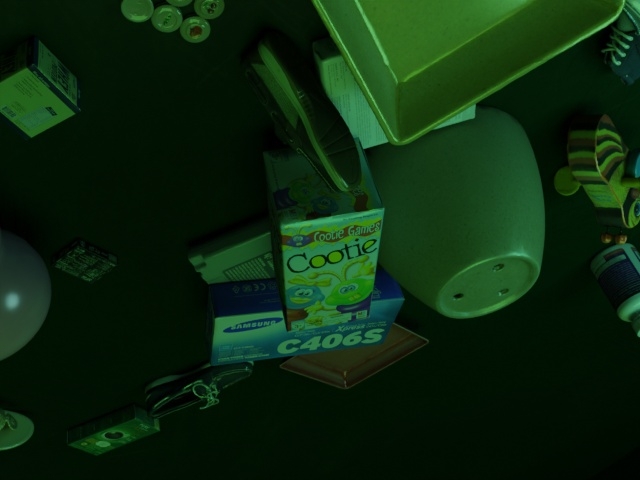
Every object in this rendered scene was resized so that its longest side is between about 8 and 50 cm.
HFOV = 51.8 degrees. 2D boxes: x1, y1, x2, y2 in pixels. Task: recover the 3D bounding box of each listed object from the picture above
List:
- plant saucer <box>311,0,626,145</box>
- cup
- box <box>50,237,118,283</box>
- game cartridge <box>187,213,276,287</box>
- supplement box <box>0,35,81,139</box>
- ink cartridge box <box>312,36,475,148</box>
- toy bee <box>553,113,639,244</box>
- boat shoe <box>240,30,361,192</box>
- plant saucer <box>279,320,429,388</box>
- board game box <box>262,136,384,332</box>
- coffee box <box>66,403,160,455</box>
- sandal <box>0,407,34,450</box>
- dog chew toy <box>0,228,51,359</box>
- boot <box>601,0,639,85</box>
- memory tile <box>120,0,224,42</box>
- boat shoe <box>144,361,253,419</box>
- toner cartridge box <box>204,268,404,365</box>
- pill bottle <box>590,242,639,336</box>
[{"bbox_3d":[0.155,-0.315,0.741,0.333,0.081,0.332,-30,134,8],"label":"plant saucer"},{"bbox_3d":[0.226,-0.017,1.069,0.331,0.237,0.331,-10,143,-8],"label":"cup"},{"bbox_3d":[-0.385,0.035,1.078,0.067,0.018,0.083,-33,141,21],"label":"box"},{"bbox_3d":[-0.089,0.063,1.204,0.196,0.060,0.294,-19,144,9],"label":"game cartridge"},{"bbox_3d":[-0.345,-0.180,0.784,0.083,0.056,0.083,-25,143,11],"label":"supplement box"},{"bbox_3d":[0.108,-0.220,0.919,0.225,0.056,0.181,-18,144,-6],"label":"ink cartridge box"},{"bbox_3d":[0.518,-0.082,1.134,0.298,0.162,0.195,24,169,-15],"label":"toy bee"},{"bbox_3d":[-0.026,-0.157,0.854,0.073,0.223,0.080,-24,-169,37],"label":"boat shoe"},{"bbox_3d":[0.076,0.240,1.503,0.258,0.047,0.259,-35,139,23],"label":"plant saucer"},{"bbox_3d":[0.000,0.000,0.994,0.142,0.144,0.275,-9,143,-8],"label":"board game box"},{"bbox_3d":[-0.487,0.450,1.560,0.184,0.040,0.113,-23,144,10],"label":"coffee box"},{"bbox_3d":[-0.691,0.364,1.331,0.240,0.088,0.079,20,136,-33],"label":"sandal"},{"bbox_3d":[-0.508,0.022,0.878,0.207,0.206,0.332,-16,135,-1],"label":"dog chew toy"},{"bbox_3d":[0.438,-0.287,0.939,0.190,0.069,0.086,22,126,-43],"label":"boot"},{"bbox_3d":[-0.151,-0.296,0.746,0.113,0.012,0.148,14,134,-35],"label":"memory tile"},{"bbox_3d":[-0.265,0.325,1.452,0.255,0.079,0.095,-15,143,-2],"label":"boat shoe"},{"bbox_3d":[-0.033,0.142,1.224,0.348,0.075,0.165,-5,141,-16],"label":"toner cartridge box"},{"bbox_3d":[0.686,0.111,1.448,0.108,0.193,0.108,-10,143,-8],"label":"pill bottle"}]
